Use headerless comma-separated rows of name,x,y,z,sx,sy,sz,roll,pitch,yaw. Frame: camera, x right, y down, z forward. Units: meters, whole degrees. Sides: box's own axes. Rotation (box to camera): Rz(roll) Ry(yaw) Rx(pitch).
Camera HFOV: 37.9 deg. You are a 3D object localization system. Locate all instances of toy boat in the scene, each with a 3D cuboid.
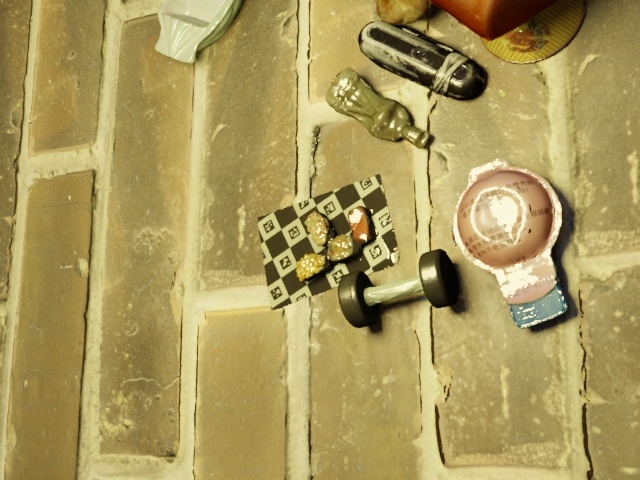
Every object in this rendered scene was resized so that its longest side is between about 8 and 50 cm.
toy boat,-0.238,-0.504,1.936,0.199,0.100,0.290,26,91,31

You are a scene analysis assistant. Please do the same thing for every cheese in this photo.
cheese,0.316,0.000,1.529,0.189,0.074,0.285,-26,71,22

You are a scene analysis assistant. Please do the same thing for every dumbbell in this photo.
dumbbell,0.133,0.084,1.596,0.191,0.100,0.100,-16,71,26

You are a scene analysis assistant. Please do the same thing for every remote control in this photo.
remote control,0.176,-0.331,1.685,0.266,0.066,0.090,32,98,31

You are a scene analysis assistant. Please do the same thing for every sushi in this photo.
sushi,0.000,0.000,1.722,0.280,0.043,0.192,-19,70,24

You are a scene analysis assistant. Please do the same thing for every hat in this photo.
hat,0.349,-0.406,1.598,0.193,0.082,0.193,-7,75,29

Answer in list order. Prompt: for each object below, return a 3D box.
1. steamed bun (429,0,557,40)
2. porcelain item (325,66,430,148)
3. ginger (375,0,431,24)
steamed bun,0.323,-0.522,1.483,0.379,0.248,0.235,-37,61,-17
porcelain item,0.109,-0.228,1.706,0.216,0.069,0.081,39,94,25
ginger,0.164,-0.545,1.687,0.245,0.155,0.304,34,96,24
